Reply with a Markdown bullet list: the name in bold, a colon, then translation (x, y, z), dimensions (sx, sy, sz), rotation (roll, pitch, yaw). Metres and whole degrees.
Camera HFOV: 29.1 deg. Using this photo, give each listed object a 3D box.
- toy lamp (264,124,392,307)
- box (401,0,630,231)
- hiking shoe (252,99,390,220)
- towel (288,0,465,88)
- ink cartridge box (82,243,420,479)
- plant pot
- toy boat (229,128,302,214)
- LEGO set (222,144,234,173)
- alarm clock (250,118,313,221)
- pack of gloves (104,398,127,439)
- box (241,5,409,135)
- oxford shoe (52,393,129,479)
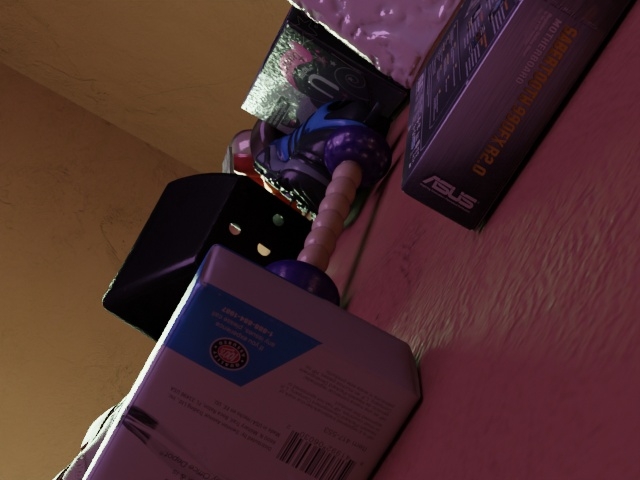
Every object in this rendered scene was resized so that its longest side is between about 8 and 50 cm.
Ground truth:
- **toy lamp**: translation (0.000, 0.000, 1.135), dimensions (0.080, 0.080, 0.275), rotation (-55, 7, 41)
- **box**: translation (0.125, -0.131, 0.818), dimensions (0.183, 0.056, 0.231), rotation (-58, 8, 21)
- **hiking shoe**: translation (0.011, -0.095, 1.408), dimensions (0.132, 0.113, 0.304), rotation (-50, 14, -2)
- **towel**: translation (0.062, -0.371, 1.275), dimensions (0.317, 0.332, 0.053), rotation (-57, -24, 15)
- **ink cartridge box**: translation (-0.050, 0.121, 0.724), dimensions (0.191, 0.139, 0.082), rotation (-59, 8, 17)
- **plant pot**: translation (-0.102, 0.029, 1.393), dimensions (0.167, 0.188, 0.187), rotation (-29, 30, 56)
- **toy boat**: translation (-0.057, -0.085, 1.788), dimensions (0.231, 0.151, 0.151), rotation (-128, 38, -83)
- **LEGO set**: translation (-0.099, 0.008, 1.622), dimensions (0.182, 0.060, 0.244), rotation (143, 124, -81)
- **alarm clock**: translation (-0.022, -0.110, 1.596), dimensions (0.064, 0.129, 0.192), rotation (138, 135, -63)
- **pack of gloves**: translation (-0.137, 0.203, 1.249), dimensions (0.195, 0.046, 0.232), rotation (-21, 28, 22)
- **box**: translation (0.023, -0.215, 1.468), dimensions (0.142, 0.163, 0.247), rotation (-62, 6, -23)
- **oxford shoe**: translation (-0.196, 0.250, 1.338), dimensions (0.146, 0.140, 0.397), rotation (-45, 16, 14)
